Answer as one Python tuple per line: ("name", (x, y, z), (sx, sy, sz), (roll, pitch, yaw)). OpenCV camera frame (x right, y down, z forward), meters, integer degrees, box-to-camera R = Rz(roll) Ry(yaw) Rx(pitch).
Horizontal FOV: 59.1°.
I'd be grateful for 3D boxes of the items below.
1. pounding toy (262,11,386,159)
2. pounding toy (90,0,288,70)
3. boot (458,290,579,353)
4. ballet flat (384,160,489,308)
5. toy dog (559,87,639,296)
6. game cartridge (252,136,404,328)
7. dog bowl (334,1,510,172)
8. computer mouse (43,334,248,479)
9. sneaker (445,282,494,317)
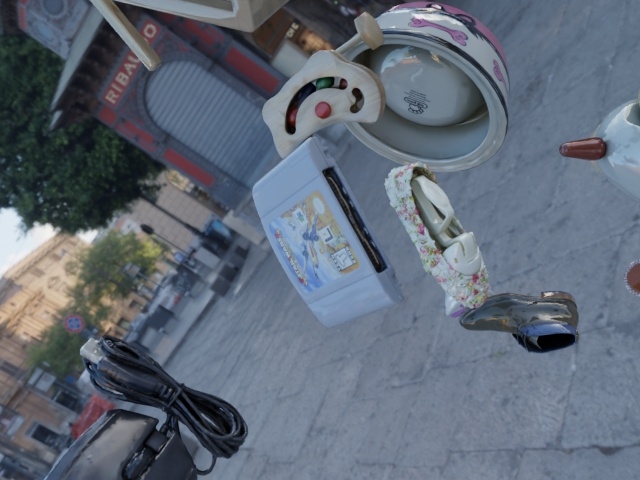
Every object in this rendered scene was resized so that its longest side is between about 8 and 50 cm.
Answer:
("pounding toy", (0.033, -0.260, 1.024), (0.269, 0.154, 0.155), (-40, 6, 22))
("pounding toy", (-0.109, -0.213, 0.377), (0.094, 0.206, 0.181), (-54, -27, -31))
("boot", (0.372, 0.158, 1.061), (0.219, 0.082, 0.106), (-13, 30, 18))
("ballet flat", (0.176, -0.011, 0.820), (0.091, 0.241, 0.077), (-31, -7, -29))
("toy dog", (0.382, -0.035, 0.606), (0.220, 0.161, 0.333), (81, 167, -47))
("game cartridge", (0.000, 0.000, 0.955), (0.198, 0.297, 0.062), (-31, -3, 43))
("dog bowl", (0.228, -0.338, 1.250), (0.150, 0.408, 0.408), (-63, 14, -24))
("computer mouse", (-0.194, 0.226, 0.497), (0.272, 0.188, 0.072), (-60, 7, -34))
("sneaker", (0.326, 0.098, 1.333), (0.114, 0.152, 0.305), (-23, -8, 8))
